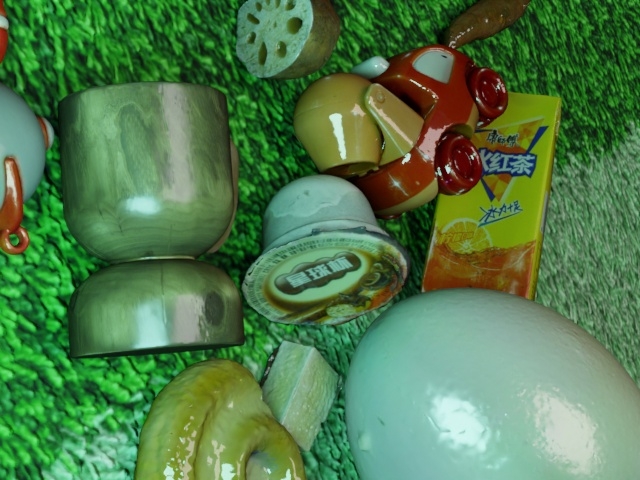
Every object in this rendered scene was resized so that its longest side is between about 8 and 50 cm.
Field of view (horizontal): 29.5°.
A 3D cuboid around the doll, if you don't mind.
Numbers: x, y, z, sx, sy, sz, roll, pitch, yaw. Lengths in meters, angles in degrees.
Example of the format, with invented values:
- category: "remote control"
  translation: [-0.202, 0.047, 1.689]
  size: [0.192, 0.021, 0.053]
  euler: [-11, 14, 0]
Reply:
- category: "doll"
  translation: [-0.351, -0.142, 1.149]
  size: [0.200, 0.105, 0.336]
  euler: [-29, 96, -49]

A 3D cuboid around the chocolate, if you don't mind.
- category: "chocolate"
  translation: [0.006, 0.000, 1.466]
  size: [0.221, 0.221, 0.147]
  euler: [34, 39, -38]

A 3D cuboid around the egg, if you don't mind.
- category: "egg"
  translation: [0.183, 0.211, 1.485]
  size: [0.340, 0.354, 0.354]
  euler: [46, 50, -13]

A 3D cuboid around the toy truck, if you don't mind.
- category: "toy truck"
  translation: [0.089, -0.164, 1.571]
  size: [0.239, 0.189, 0.264]
  euler: [39, 55, -25]

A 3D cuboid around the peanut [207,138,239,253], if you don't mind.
- category: "peanut"
  translation: [-0.129, -0.060, 1.390]
  size: [0.076, 0.076, 0.152]
  euler: [11, 72, -46]

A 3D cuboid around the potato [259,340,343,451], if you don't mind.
- category: "potato"
  translation: [-0.030, 0.191, 1.455]
  size: [0.086, 0.061, 0.122]
  euler: [47, 52, -34]

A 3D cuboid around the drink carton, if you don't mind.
- category: "drink carton"
  translation: [0.240, -0.040, 1.714]
  size: [0.111, 0.155, 0.351]
  euler: [73, 27, -63]

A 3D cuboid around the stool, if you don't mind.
- category: "stool"
  translation: [-0.174, -0.017, 1.251]
  size: [0.179, 0.179, 0.264]
  euler: [3, 81, -47]

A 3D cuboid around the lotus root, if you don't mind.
- category: "lotus root"
  translation: [-0.038, -0.252, 1.494]
  size: [0.081, 0.122, 0.112]
  euler: [20, 43, -51]

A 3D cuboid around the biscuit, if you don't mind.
- category: "biscuit"
  translation: [-0.099, 0.282, 1.339]
  size: [0.213, 0.091, 0.274]
  euler: [-51, 121, -42]

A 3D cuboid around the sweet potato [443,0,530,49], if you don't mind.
- category: "sweet potato"
  translation: [0.276, -0.356, 1.893]
  size: [0.314, 0.072, 0.066]
  euler: [-44, 128, -46]
